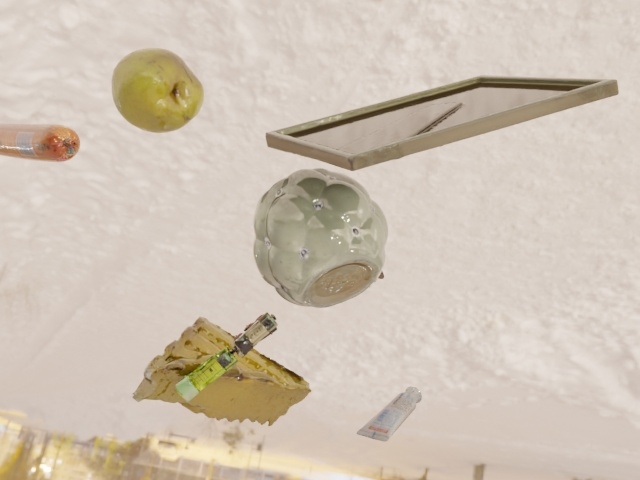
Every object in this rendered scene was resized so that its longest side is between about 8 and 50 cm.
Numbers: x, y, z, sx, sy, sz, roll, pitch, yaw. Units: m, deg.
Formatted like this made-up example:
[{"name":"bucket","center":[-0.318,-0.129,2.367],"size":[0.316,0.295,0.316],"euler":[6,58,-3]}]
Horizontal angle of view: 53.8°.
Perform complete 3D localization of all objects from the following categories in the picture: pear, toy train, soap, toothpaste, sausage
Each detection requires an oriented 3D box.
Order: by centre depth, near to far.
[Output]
[{"name":"sausage","center":[-0.445,-0.148,0.947],"size":[0.348,0.053,0.053],"euler":[11,166,45]},{"name":"toy train","center":[-0.191,0.240,1.328],"size":[0.053,0.250,0.085],"euler":[52,170,0]},{"name":"pear","center":[-0.369,-0.334,1.411],"size":[0.200,0.199,0.200],"euler":[8,159,3]},{"name":"soap","center":[-0.214,0.351,1.451],"size":[0.339,0.169,0.304],"euler":[32,-160,2]},{"name":"toothpaste","center":[0.191,0.454,1.650],"size":[0.089,0.057,0.234],"euler":[3,-164,35]}]

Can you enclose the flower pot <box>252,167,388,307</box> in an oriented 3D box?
[{"name":"flower pot","center":[0.000,0.000,1.111],"size":[0.246,0.195,0.246],"euler":[-18,146,-13]}]

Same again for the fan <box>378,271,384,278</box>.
[{"name":"fan","center":[0.108,0.054,2.052],"size":[0.226,0.008,0.152],"euler":[49,150,4]}]

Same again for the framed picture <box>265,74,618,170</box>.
[{"name":"framed picture","center":[0.171,-0.195,0.982],"size":[0.447,0.028,0.326],"euler":[-18,-159,-18]}]
